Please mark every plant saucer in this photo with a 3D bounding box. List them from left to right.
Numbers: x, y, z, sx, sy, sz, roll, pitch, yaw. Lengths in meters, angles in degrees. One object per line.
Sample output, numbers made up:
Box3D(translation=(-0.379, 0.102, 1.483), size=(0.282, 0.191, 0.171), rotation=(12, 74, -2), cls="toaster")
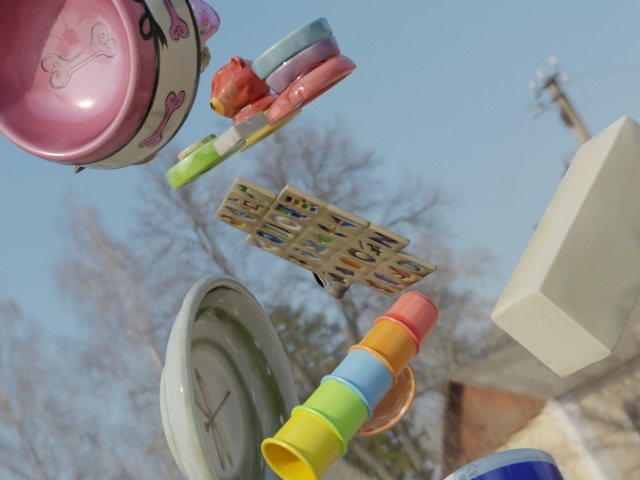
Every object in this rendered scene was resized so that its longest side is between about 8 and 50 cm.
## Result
Box3D(translation=(-0.142, 0.251, 1.860), size=(0.100, 0.401, 0.400), rotation=(-15, -11, 18), cls="plant saucer")
Box3D(translation=(0.100, 0.309, 2.619), size=(0.200, 0.037, 0.200), rotation=(-8, -65, -17), cls="plant saucer")

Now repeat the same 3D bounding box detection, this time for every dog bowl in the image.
Box3D(translation=(-0.411, -0.309, 2.123), size=(0.408, 0.408, 0.150), rotation=(-38, -5, 26), cls="dog bowl")
Box3D(translation=(0.316, 0.486, 2.250), size=(0.264, 0.104, 0.265), rotation=(-14, -39, -12), cls="dog bowl")

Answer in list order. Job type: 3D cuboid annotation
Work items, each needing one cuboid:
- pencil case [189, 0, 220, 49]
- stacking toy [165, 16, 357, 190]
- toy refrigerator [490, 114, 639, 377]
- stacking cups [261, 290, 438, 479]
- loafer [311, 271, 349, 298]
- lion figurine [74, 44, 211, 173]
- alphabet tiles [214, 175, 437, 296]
Box3D(translation=(-0.314, -0.354, 2.462), size=(0.284, 0.124, 0.124), rotation=(-46, -21, 27), cls="pencil case")
Box3D(translation=(-0.117, -0.214, 1.872), size=(0.279, 0.130, 0.309), rotation=(-35, 2, -36), cls="stacking toy")
Box3D(translation=(0.284, 0.004, 1.326), size=(0.269, 0.102, 0.094), rotation=(-57, 10, -34), cls="toy refrigerator")
Box3D(translation=(0.051, 0.196, 1.714), size=(0.316, 0.096, 0.096), rotation=(-46, -5, -33), cls="stacking cups")
Box3D(translation=(0.010, 0.046, 2.148), size=(0.267, 0.096, 0.084), rotation=(-170, 100, -80), cls="loafer")
Box3D(translation=(-0.380, -0.292, 2.719), size=(0.240, 0.392, 0.142), rotation=(20, -15, -29), cls="lion figurine")
Box3D(translation=(0.000, 0.000, 1.735), size=(0.342, 0.285, 0.011), rotation=(136, 157, -74), cls="alphabet tiles")
